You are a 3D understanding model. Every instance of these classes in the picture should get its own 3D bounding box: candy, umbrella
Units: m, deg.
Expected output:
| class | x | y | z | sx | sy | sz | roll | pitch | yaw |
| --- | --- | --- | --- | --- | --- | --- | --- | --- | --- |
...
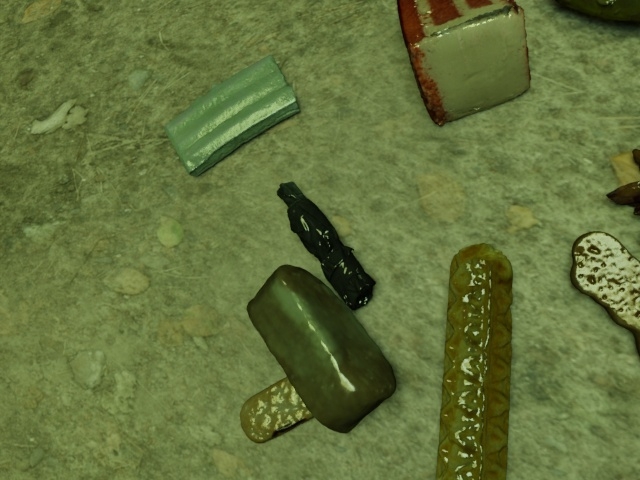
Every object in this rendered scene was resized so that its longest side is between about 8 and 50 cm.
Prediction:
| class | x | y | z | sx | sy | sz | roll | pitch | yaw |
| --- | --- | --- | --- | --- | --- | --- | --- | --- | --- |
| candy | -0.003 | 0.143 | 0.748 | 0.104 | 0.102 | 0.234 | -49 | 62 | 23 |
| umbrella | 0.000 | 0.000 | 0.818 | 0.235 | 0.059 | 0.066 | 53 | 139 | 26 |

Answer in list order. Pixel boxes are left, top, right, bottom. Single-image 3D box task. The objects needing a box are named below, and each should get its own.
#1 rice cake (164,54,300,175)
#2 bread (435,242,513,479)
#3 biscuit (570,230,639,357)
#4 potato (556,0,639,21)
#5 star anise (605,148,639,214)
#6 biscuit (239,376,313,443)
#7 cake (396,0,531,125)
| class | x | y | z | sx | sy | sz | roll | pitch | yaw |
| --- | --- | --- | --- | --- | --- | --- | --- | --- | --- |
| rice cake | -0.158 | -0.216 | 0.937 | 0.237 | 0.043 | 0.127 | -32 | 67 | 8 |
| bread | 0.198 | 0.182 | 0.690 | 0.084 | 0.077 | 0.367 | 2 | 76 | 21 |
| biscuit | 0.445 | 0.092 | 0.632 | 0.320 | 0.047 | 0.183 | 28 | 95 | 21 |
| potato | 0.421 | -0.378 | 0.742 | 0.251 | 0.113 | 0.149 | 20 | 91 | 31 |
| star anise | 0.453 | -0.059 | 0.674 | 0.168 | 0.057 | 0.167 | -4 | 76 | 18 |
| biscuit | -0.055 | 0.244 | 0.794 | 0.147 | 0.018 | 0.071 | -32 | 66 | 10 |
| cake | 0.215 | -0.301 | 0.826 | 0.158 | 0.159 | 0.262 | -15 | 37 | 15 |
